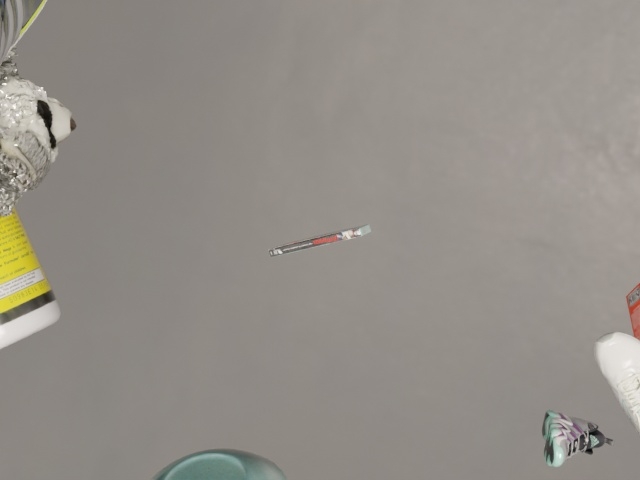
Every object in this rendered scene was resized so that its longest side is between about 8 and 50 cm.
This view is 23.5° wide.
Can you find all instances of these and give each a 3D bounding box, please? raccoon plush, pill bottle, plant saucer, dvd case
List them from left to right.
[{"bbox_3d":[-0.552,-0.182,2.032,0.216,0.446,0.299,109,-23,-77],"label":"raccoon plush"},{"bbox_3d":[-0.512,-0.005,2.153,0.334,0.188,0.188,67,13,-4],"label":"pill bottle"},{"bbox_3d":[-0.134,0.299,1.817,0.195,0.195,0.037,-66,151,-52],"label":"plant saucer"},{"bbox_3d":[0.000,0.000,1.935,0.087,0.119,0.013,-22,98,-80],"label":"dvd case"}]

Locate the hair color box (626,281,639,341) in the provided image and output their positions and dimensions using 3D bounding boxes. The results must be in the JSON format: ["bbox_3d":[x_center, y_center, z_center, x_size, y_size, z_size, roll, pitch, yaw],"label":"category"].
[{"bbox_3d":[0.415,0.121,1.824,0.043,0.072,0.141,121,-31,-57],"label":"hair color box"}]

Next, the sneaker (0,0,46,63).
[{"bbox_3d":[-0.229,-0.158,0.989,0.121,0.111,0.300,-29,-141,60],"label":"sneaker"}]

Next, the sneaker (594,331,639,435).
[{"bbox_3d":[0.336,0.160,1.608,0.152,0.054,0.061,55,17,-21],"label":"sneaker"}]

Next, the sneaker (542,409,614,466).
[{"bbox_3d":[0.258,0.199,1.528,0.098,0.069,0.038,-73,173,-69],"label":"sneaker"}]
